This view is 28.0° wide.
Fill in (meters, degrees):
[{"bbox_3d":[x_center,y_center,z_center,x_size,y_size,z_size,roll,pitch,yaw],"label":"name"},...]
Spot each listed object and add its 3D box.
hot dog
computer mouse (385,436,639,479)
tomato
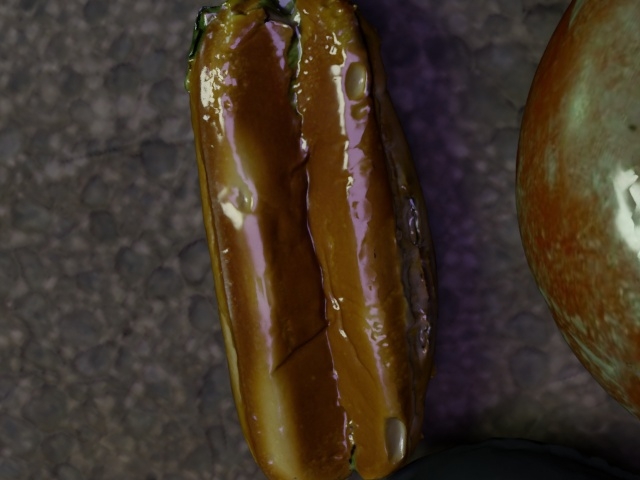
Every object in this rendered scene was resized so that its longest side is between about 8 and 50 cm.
[{"bbox_3d":[0.000,0.000,0.652,0.115,0.072,0.269,-3,104,9],"label":"hot dog"},{"bbox_3d":[0.159,0.218,0.642,0.323,0.116,0.183,28,106,26],"label":"computer mouse"},{"bbox_3d":[0.221,-0.027,0.540,0.270,0.222,0.270,-2,80,14],"label":"tomato"}]
